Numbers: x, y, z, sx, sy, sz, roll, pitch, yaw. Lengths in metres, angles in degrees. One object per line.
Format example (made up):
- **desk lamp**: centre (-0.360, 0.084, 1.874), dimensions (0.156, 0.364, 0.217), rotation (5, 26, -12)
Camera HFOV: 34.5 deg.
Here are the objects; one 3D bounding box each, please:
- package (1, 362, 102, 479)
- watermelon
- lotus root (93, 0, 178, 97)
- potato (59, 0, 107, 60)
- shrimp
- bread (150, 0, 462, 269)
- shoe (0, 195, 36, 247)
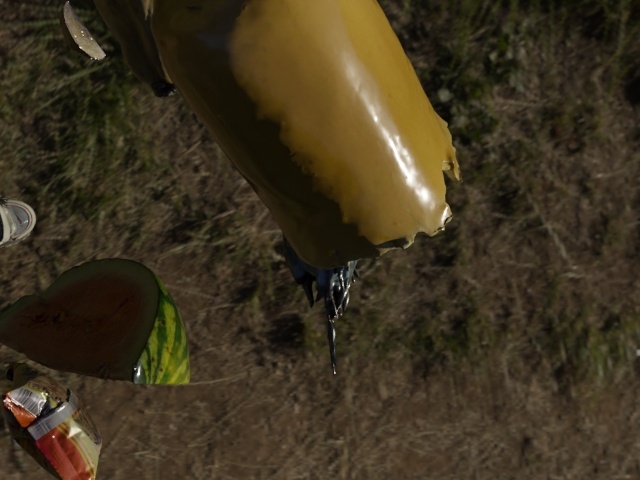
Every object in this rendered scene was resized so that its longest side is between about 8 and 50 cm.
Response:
- **package**: centre (-0.440, 0.306, 1.724), dimensions (0.108, 0.288, 0.223), rotation (-38, 101, -3)
- **watermelon**: centre (-0.234, 0.084, 1.165), dimensions (0.159, 0.303, 0.128), rotation (10, 90, -46)
- **lotus root**: centre (-0.259, -0.343, 1.536), dimensions (0.140, 0.154, 0.257), rotation (-47, 133, -47)
- **potato**: centre (-0.345, -0.284, 1.444), dimensions (0.093, 0.036, 0.037), rotation (57, 40, -28)
- **shrimp**: centre (0.000, 0.000, 0.892), dimensions (0.079, 0.090, 0.233), rotation (-9, 78, 10)
- **bread**: centre (-0.003, -0.082, 0.510), dimensions (0.173, 0.085, 0.134), rotation (53, 29, -30)
- **shoe**: centre (-0.532, -0.026, 1.627), dimensions (0.180, 0.092, 0.089), rotation (-18, 94, -32)
